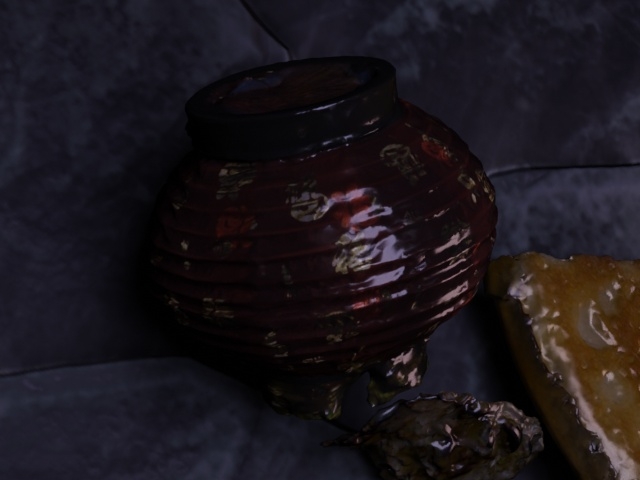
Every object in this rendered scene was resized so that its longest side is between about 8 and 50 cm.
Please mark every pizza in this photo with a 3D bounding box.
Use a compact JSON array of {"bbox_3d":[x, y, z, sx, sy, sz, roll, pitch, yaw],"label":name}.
[{"bbox_3d":[0.255,0.127,1.421,0.223,0.089,0.323,-28,81,-40],"label":"pizza"}]

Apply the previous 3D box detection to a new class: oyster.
[{"bbox_3d":[0.087,0.142,1.327,0.177,0.105,0.056,14,51,-46],"label":"oyster"}]

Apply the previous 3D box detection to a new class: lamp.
[{"bbox_3d":[0.000,0.000,1.260,0.247,0.247,0.247,9,68,-24],"label":"lamp"}]
